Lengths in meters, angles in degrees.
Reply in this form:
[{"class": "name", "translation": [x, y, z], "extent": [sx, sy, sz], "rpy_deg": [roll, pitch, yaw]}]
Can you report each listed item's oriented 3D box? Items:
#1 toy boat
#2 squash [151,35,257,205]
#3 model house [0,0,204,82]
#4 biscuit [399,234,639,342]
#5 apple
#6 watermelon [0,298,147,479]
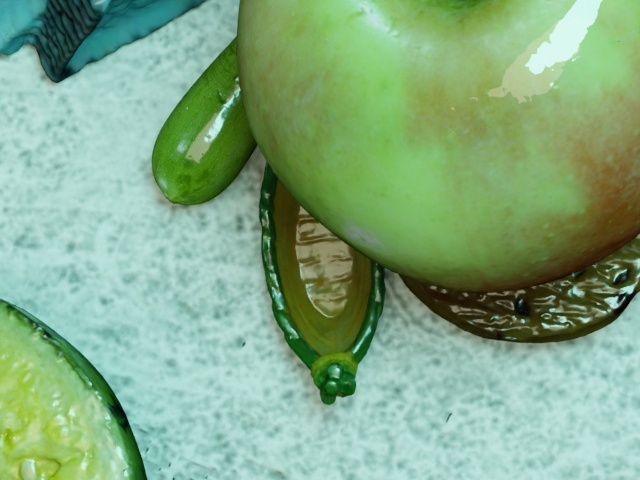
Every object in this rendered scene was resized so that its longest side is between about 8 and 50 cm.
[{"class": "toy boat", "translation": [0.000, 0.000, 1.177], "extent": [0.089, 0.088, 0.229], "rpy_deg": [-7, 89, 4]}, {"class": "squash", "translation": [-0.052, -0.111, 1.193], "extent": [0.066, 0.066, 0.201], "rpy_deg": [36, 91, 3]}, {"class": "model house", "translation": [-0.203, -0.265, 1.150], "extent": [0.241, 0.226, 0.261], "rpy_deg": [-31, 85, 32]}, {"class": "biscuit", "translation": [0.146, -0.026, 1.182], "extent": [0.212, 0.036, 0.212], "rpy_deg": [-2, 80, 12]}, {"class": "apple", "translation": [0.109, -0.124, 1.038], "extent": [0.319, 0.277, 0.319], "rpy_deg": [-5, 74, 19]}, {"class": "watermelon", "translation": [-0.264, 0.198, 1.144], "extent": [0.331, 0.189, 0.330], "rpy_deg": [-3, 76, 12]}]
